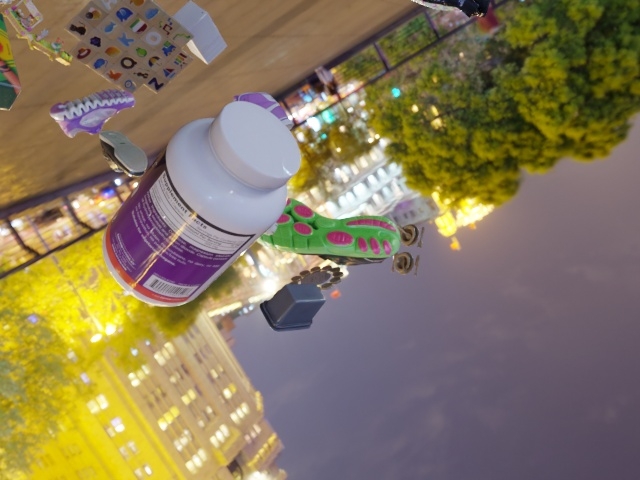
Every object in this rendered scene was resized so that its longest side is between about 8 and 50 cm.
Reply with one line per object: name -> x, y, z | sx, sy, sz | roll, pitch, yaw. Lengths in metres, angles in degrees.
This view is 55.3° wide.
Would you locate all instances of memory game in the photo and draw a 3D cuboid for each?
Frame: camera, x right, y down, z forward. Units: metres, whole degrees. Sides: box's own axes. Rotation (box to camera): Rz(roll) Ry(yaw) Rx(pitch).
memory game -> -0.015, 0.125, 1.930 | 0.186, 0.012, 0.186 | -13, -159, 5

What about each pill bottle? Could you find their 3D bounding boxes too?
pill bottle -> -0.172, -0.049, 0.879 | 0.323, 0.181, 0.181 | -41, 180, 37

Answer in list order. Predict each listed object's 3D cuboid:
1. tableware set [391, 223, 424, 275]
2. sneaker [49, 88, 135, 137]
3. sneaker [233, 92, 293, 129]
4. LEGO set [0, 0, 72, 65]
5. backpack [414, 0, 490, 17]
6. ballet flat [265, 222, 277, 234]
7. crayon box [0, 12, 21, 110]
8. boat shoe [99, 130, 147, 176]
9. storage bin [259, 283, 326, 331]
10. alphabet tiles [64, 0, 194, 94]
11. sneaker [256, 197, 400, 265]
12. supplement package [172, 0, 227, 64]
tableware set -> 0.318, 0.031, 2.303 | 0.039, 0.194, 0.128 | 14, 175, -41
sneaker -> -0.653, -0.366, 1.776 | 0.236, 0.104, 0.095 | -22, -142, -19
sneaker -> -0.236, -0.321, 1.739 | 0.282, 0.161, 0.102 | -33, 176, -20
LEGO set -> -0.932, -0.709, 2.035 | 0.107, 0.287, 0.132 | -32, -148, 16
backpack -> 0.256, -0.537, 1.255 | 0.182, 0.151, 0.115 | 2, -165, -4
ballet flat -> -0.139, -0.041, 1.531 | 0.070, 0.070, 0.188 | -31, -173, -10
crayon box -> -0.749, -0.368, 1.136 | 0.319, 0.202, 0.081 | 0, 151, -49
boat shoe -> -0.535, -0.223, 1.659 | 0.084, 0.079, 0.233 | -7, -146, -39
storage bin -> -0.059, 0.143, 1.418 | 0.135, 0.098, 0.091 | 5, 134, -49
alphabet tiles -> -0.556, -0.581, 1.808 | 0.285, 0.011, 0.342 | -36, 142, 18
sneaker -> 0.000, 0.000, 1.906 | 0.202, 0.483, 0.185 | 99, 4, -64
supplement package -> -0.430, -0.735, 2.164 | 0.105, 0.105, 0.179 | -44, 154, -6
